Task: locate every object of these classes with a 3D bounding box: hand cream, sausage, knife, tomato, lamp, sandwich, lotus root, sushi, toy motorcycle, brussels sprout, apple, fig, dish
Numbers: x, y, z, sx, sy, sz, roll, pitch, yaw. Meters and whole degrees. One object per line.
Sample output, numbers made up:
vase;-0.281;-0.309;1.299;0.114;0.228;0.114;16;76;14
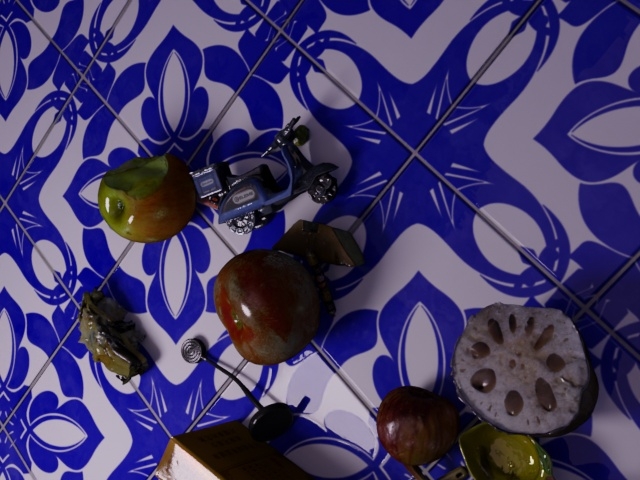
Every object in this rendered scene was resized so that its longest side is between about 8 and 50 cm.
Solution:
hand cream;-0.307;-0.122;1.960;0.216;0.038;0.052;25;72;32
sausage;0.002;0.099;1.715;0.025;0.028;0.198;31;145;56
knife;0.182;0.557;1.598;0.298;0.017;0.047;-33;97;9
tomato;-0.112;0.144;1.710;0.270;0.222;0.270;37;139;41
lamp;-0.231;0.351;1.840;0.371;0.108;0.130;39;107;26
sandwich;0.000;0.000;1.741;0.244;0.090;0.088;12;97;33
lotus root;0.408;0.253;1.439;0.272;0.192;0.272;-11;69;32
sushi;-0.579;0.266;2.046;0.291;0.131;0.139;48;133;16
toy motorcycle;-0.128;-0.148;1.787;0.358;0.125;0.213;-20;93;22
brussels sprout;-0.065;-0.254;1.823;0.083;0.046;0.051;-9;86;39
apple;-0.450;-0.115;1.915;0.246;0.226;0.246;15;111;42
fig;0.197;0.417;1.567;0.175;0.175;0.207;18;106;29
dish;0.384;0.438;1.500;0.207;0.080;0.149;23;96;30

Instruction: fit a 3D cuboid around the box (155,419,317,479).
box;-0.138;0.581;1.686;0.415;0.264;0.116;30;100;27
